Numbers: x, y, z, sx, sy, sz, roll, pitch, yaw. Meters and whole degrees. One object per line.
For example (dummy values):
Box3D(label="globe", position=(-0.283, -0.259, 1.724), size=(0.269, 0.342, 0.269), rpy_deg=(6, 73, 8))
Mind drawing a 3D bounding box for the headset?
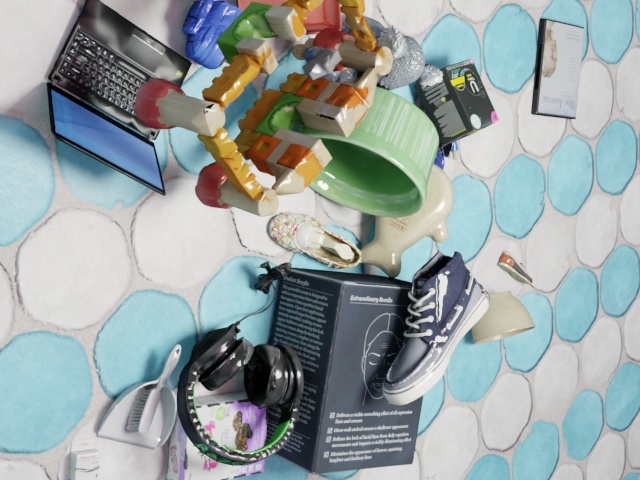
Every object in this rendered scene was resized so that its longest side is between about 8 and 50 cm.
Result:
Box3D(label="headset", position=(-0.133, 0.236, 1.769), size=(0.243, 0.185, 0.394), rpy_deg=(24, 55, -23))

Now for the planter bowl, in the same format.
Box3D(label="planter bowl", position=(0.455, 0.192, 2.315), size=(0.162, 0.162, 0.109), rpy_deg=(-4, 73, -40))

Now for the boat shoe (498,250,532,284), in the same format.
Box3D(label="boat shoe", position=(0.525, 0.076, 2.413), size=(0.137, 0.049, 0.043), rpy_deg=(34, 73, -33))

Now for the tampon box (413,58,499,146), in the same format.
Box3D(label="tampon box", position=(0.316, -0.319, 2.090), size=(0.120, 0.101, 0.161), rpy_deg=(-26, 91, -45))

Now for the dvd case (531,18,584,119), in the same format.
Box3D(label="dvd case", position=(0.641, -0.458, 2.437), size=(0.180, 0.022, 0.253), rpy_deg=(-1, 98, -40))

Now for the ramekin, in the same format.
Box3D(label="ramekin", position=(0.094, -0.187, 1.849), size=(0.303, 0.303, 0.148), rpy_deg=(40, 64, -37))

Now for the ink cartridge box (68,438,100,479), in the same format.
Box3D(label="ink cartridge box", position=(-0.435, 0.414, 1.670), size=(0.048, 0.028, 0.083), rpy_deg=(0, 96, -40))

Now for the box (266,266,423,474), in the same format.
Box3D(label="box", position=(0.058, 0.271, 1.942), size=(0.293, 0.212, 0.395), rpy_deg=(8, 93, -41))

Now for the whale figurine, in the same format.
Box3D(label="whale figurine", position=(0.189, -0.051, 2.047), size=(0.272, 0.216, 0.141), rpy_deg=(-64, 173, -3))

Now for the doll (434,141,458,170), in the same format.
Box3D(label="doll", position=(0.285, -0.223, 2.160), size=(0.129, 0.046, 0.189), rpy_deg=(27, 73, -30))

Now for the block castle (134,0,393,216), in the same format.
Box3D(label="block castle", position=(-0.096, -0.290, 1.624), size=(0.453, 0.213, 0.303), rpy_deg=(-53, 138, -20))

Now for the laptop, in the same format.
Box3D(label="laptop", position=(-0.336, -0.251, 1.573), size=(0.234, 0.136, 0.264), rpy_deg=(30, 80, -40))

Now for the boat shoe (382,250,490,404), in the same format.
Box3D(label="boat shoe", position=(0.209, 0.166, 1.848), size=(0.340, 0.127, 0.158), rpy_deg=(-48, 118, -34))

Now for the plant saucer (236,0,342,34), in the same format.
Box3D(label="plant saucer", position=(-0.075, -0.539, 1.805), size=(0.259, 0.048, 0.258), rpy_deg=(-14, 106, -37))

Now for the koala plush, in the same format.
Box3D(label="koala plush", position=(0.132, -0.377, 1.891), size=(0.196, 0.221, 0.203), rpy_deg=(36, 74, -37))

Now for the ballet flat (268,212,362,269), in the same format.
Box3D(label="ballet flat", position=(0.000, 0.000, 1.937), size=(0.241, 0.077, 0.091), rpy_deg=(21, 84, -40))

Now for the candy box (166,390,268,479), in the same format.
Box3D(label="candy box", position=(-0.207, 0.398, 1.832), size=(0.196, 0.070, 0.164), rpy_deg=(0, 97, -40))

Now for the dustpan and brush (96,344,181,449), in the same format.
Box3D(label="dustpan and brush", position=(-0.320, 0.294, 1.726), size=(0.147, 0.060, 0.211), rpy_deg=(25, 81, -39))

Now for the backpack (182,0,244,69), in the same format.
Box3D(label="backpack", position=(-0.208, -0.386, 1.690), size=(0.101, 0.098, 0.120), rpy_deg=(24, 90, -19))
